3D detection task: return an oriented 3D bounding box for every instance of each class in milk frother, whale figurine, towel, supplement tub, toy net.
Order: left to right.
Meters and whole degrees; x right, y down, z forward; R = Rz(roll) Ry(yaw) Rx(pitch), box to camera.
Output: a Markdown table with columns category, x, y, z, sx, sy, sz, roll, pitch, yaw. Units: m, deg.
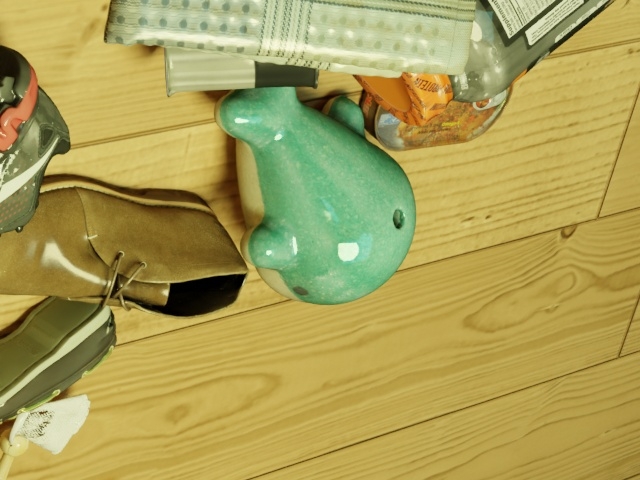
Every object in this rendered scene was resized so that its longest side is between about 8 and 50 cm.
| category | x | y | z | sx | sy | sz | roll | pitch | yaw |
| --- | --- | --- | --- | --- | --- | --- | --- | --- | --- |
| toy net | -0.329 | 0.197 | 1.840 | 0.232 | 0.045 | 0.122 | -34 | 139 | -20 |
| milk frother | -0.073 | -0.182 | 1.719 | 0.135 | 0.129 | 0.143 | -2 | 161 | -4 |
| towel | -0.005 | -0.295 | 1.586 | 0.324 | 0.056 | 0.312 | 4 | 101 | -20 |
| whale figurine | 0.000 | -0.059 | 1.838 | 0.216 | 0.141 | 0.272 | -58 | 137 | -33 |
| supplement tub | 0.170 | -0.269 | 1.782 | 0.338 | 0.207 | 0.207 | -38 | 141 | -11 |

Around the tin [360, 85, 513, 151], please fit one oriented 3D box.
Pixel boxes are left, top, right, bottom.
| category | x | y | z | sx | sy | sz | roll | pitch | yaw |
| --- | --- | --- | --- | --- | --- | --- | --- | --- | --- |
| tin | 0.120 | -0.149 | 1.979 | 0.190 | 0.040 | 0.106 | -9 | 132 | -40 |

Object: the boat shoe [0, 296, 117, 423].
| category | x | y | z | sx | sy | sz | roll | pitch | yaw |
| --- | --- | --- | --- | --- | --- | --- | --- | --- | --- |
| boat shoe | -0.284 | 0.130 | 1.790 | 0.228 | 0.081 | 0.068 | -34 | 136 | -21 |

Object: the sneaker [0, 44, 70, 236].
| category | x | y | z | sx | sy | sz | roll | pitch | yaw |
| --- | --- | --- | --- | --- | --- | --- | --- | --- | --- |
| sneaker | -0.312 | -0.028 | 1.611 | 0.276 | 0.097 | 0.135 | -49 | 140 | -1 |

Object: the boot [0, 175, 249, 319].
| category | x | y | z | sx | sy | sz | roll | pitch | yaw |
| --- | --- | --- | --- | --- | --- | --- | --- | --- | --- |
| boot | -0.195 | 0.016 | 1.754 | 0.305 | 0.115 | 0.112 | -3 | 127 | -40 |
